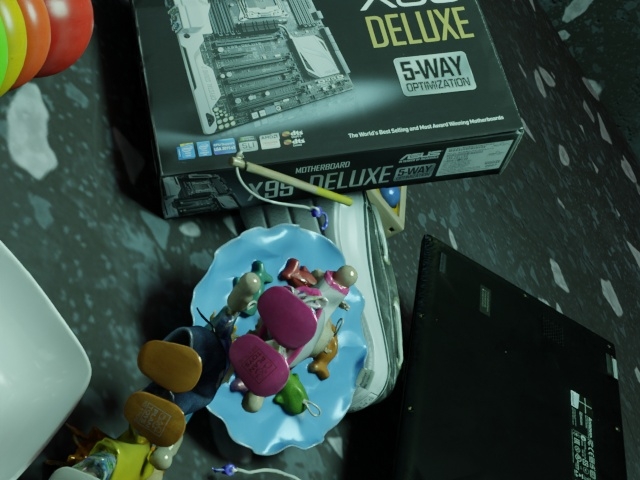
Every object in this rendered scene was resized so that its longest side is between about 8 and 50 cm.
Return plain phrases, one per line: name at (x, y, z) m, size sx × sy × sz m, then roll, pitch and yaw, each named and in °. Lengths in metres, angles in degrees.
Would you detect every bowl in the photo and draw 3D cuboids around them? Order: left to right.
bowl at (-0.209, 0.066, 0.541) m, size 0.142 × 0.053 × 0.142 m, roll 56°, pitch 27°, yaw -14°

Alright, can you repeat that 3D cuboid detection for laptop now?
laptop at (0.195, 0.276, 1.015) m, size 0.408 × 0.236 × 0.382 m, roll 31°, pitch 38°, yaw -13°

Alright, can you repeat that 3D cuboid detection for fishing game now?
fishing game at (-0.020, 0.076, 0.760) m, size 0.189 × 0.041 × 0.264 m, roll 22°, pitch 70°, yaw -41°

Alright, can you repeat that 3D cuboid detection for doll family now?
doll family at (-0.088, 0.105, 0.581) m, size 0.118 × 0.263 × 0.163 m, roll 31°, pitch -1°, yaw 6°

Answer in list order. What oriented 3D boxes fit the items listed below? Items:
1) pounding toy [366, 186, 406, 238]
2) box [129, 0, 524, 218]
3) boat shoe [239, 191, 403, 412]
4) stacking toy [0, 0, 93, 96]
pounding toy at (0.042, -0.089, 1.075) m, size 0.130 × 0.100 × 0.141 m, roll 48°, pitch 30°, yaw -27°
box at (-0.005, -0.158, 0.868) m, size 0.076 × 0.307 × 0.242 m, roll 102°, pitch -23°, yaw -61°
boat shoe at (0.000, 0.000, 0.931) m, size 0.119 × 0.121 × 0.335 m, roll 30°, pitch 49°, yaw -66°
stacking toy at (-0.238, -0.127, 0.598) m, size 0.141 × 0.141 × 0.330 m, roll 57°, pitch 22°, yaw -11°
